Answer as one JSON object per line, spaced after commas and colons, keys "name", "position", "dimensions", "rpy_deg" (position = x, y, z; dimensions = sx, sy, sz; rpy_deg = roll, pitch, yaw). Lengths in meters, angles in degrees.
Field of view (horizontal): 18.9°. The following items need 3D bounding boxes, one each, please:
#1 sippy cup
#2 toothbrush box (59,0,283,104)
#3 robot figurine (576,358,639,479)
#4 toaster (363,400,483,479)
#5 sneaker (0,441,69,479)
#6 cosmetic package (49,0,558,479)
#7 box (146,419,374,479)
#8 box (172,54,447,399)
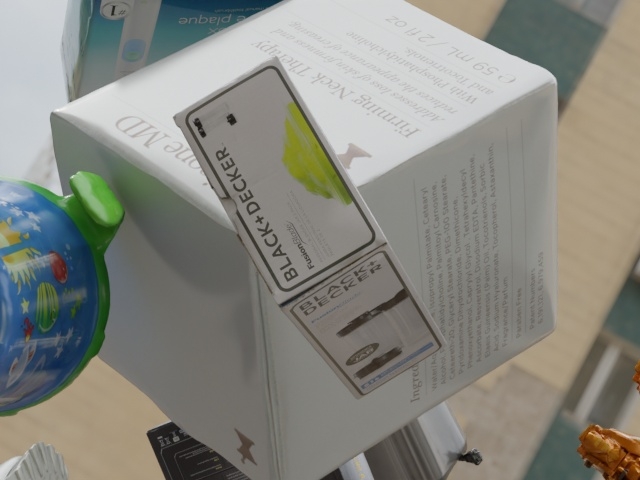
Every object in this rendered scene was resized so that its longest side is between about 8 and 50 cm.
{"name": "sippy cup", "position": [-0.331, 0.057, 1.754], "dimensions": [0.240, 0.305, 0.224], "rpy_deg": [19, 6, 6]}
{"name": "toothbrush box", "position": [-0.167, -0.245, 2.138], "dimensions": [0.216, 0.126, 0.295], "rpy_deg": [-3, -26, -16]}
{"name": "robot figurine", "position": [0.429, 0.255, 2.051], "dimensions": [0.291, 0.211, 0.085], "rpy_deg": [34, -8, 31]}
{"name": "toaster", "position": [0.078, 0.232, 2.393], "dimensions": [0.227, 0.129, 0.146], "rpy_deg": [-7, -61, 37]}
{"name": "sneaker", "position": [-0.210, 0.181, 1.172], "dimensions": [0.235, 0.095, 0.090], "rpy_deg": [19, 52, -80]}
{"name": "cosmetic package", "position": [-0.005, -0.015, 1.952], "dimensions": [0.329, 0.394, 0.327], "rpy_deg": [32, -40, 40]}
{"name": "box", "position": [-0.062, 0.254, 2.114], "dimensions": [0.231, 0.056, 0.183], "rpy_deg": [-25, -92, 33]}
{"name": "box", "position": [0.000, 0.000, 1.424], "dimensions": [0.169, 0.087, 0.290], "rpy_deg": [60, 2, 22]}
